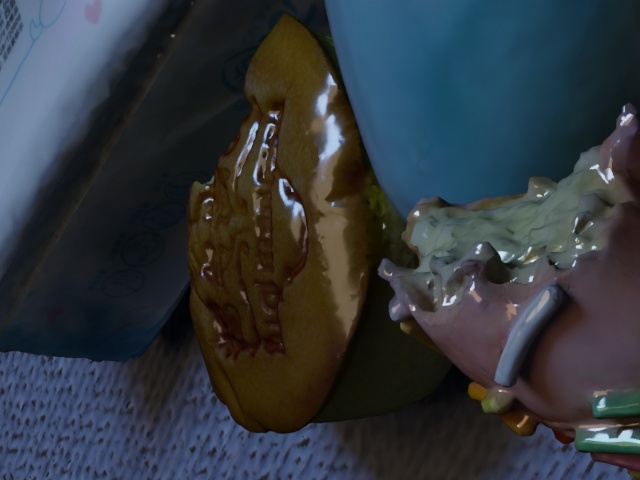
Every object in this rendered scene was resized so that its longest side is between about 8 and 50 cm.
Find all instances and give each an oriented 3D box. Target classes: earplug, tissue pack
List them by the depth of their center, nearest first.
[{"bbox_3d":[0.076,-0.149,0.577,0.185,0.185,0.324,14,103,53],"label":"earplug"},{"bbox_3d":[-0.089,-0.102,0.814,0.271,0.124,0.201,-55,46,35],"label":"tissue pack"}]

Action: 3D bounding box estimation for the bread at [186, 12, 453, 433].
[{"bbox_3d":[0.004,0.006,0.688,0.156,0.086,0.125,-62,39,44],"label":"bread"}]

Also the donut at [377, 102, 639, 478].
[{"bbox_3d":[0.122,-0.036,0.475,0.199,0.085,0.233,14,109,10],"label":"donut"}]

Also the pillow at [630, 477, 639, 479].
[{"bbox_3d":[0.090,0.163,0.606,0.203,0.038,0.113,-59,43,31],"label":"pillow"}]
